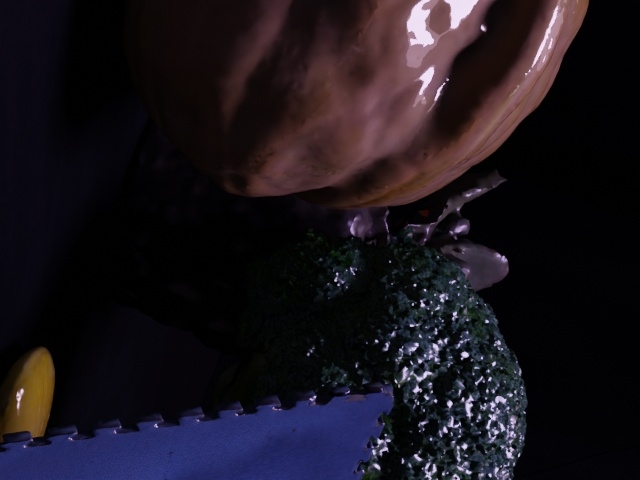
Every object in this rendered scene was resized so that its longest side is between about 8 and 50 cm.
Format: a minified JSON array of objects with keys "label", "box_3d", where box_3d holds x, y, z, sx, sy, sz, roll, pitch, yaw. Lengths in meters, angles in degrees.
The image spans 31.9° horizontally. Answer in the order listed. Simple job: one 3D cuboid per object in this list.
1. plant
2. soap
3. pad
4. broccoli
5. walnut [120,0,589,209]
[{"label":"plant","box_3d":[0.000,0.000,0.924,0.213,0.312,0.215,-67,179,-51]},{"label":"soap","box_3d":[-0.193,0.144,0.666,0.089,0.033,0.169,-52,160,-83]},{"label":"pad","box_3d":[-0.108,0.182,0.600,0.012,0.268,0.270,59,-39,41]},{"label":"broccoli","box_3d":[0.018,0.139,0.780,0.269,0.254,0.269,-25,-131,34]},{"label":"walnut","box_3d":[0.026,-0.159,0.668,0.296,0.285,0.285,8,103,-53]}]
